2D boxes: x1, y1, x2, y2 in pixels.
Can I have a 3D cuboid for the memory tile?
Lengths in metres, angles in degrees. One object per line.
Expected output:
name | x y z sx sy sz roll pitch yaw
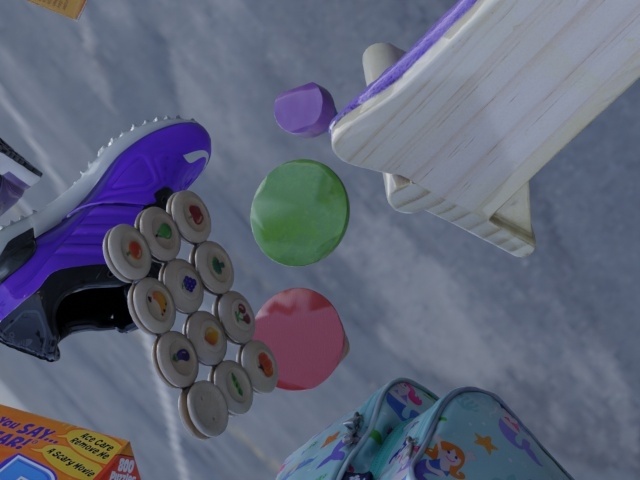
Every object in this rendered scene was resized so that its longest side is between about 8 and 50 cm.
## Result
memory tile | -0.080 0.046 1.070 0.012 0.113 0.148 -21 96 33

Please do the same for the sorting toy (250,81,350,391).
sorting toy | 0.000 0.000 1.982 0.127 0.365 0.126 -4 170 27

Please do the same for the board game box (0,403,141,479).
board game box | -0.415 0.429 1.887 0.356 0.356 0.356 11 129 30

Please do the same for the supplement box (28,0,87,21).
supplement box | -0.313 -0.284 1.524 0.233 0.080 0.078 20 -156 -10

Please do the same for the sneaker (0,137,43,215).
sneaker | -0.402 -0.076 1.749 0.107 0.124 0.283 39 178 27

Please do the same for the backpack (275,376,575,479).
backpack | 0.071 0.205 1.042 0.225 0.191 0.253 47 -161 -8

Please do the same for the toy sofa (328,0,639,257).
toy sofa | 0.161 -0.170 1.012 0.177 0.362 0.150 25 -143 -28

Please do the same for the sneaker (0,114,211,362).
sneaker | -0.180 0.010 1.508 0.146 0.293 0.102 37 149 20
